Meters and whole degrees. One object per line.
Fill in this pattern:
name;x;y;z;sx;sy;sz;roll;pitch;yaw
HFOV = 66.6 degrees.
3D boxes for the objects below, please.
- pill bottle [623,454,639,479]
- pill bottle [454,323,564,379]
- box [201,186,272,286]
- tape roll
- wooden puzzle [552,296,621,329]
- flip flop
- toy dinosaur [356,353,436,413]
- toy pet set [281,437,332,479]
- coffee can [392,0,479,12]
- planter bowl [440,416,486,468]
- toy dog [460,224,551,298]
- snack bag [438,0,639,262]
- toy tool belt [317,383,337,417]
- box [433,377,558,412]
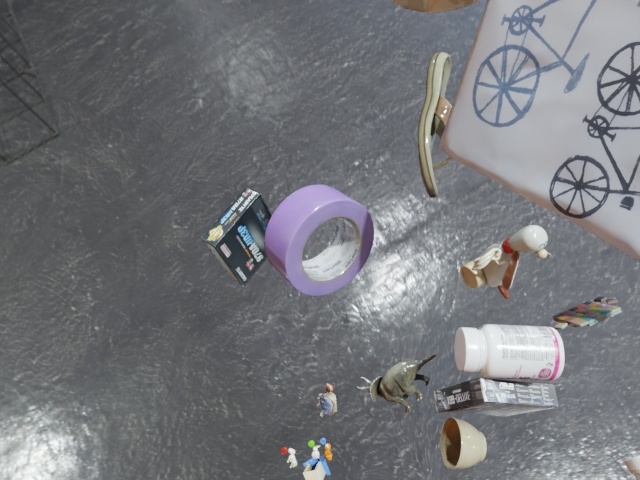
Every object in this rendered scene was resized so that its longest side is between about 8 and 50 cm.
pill bottle;0.896;0.671;1.242;0.136;0.136;0.245;-20;59;2
pill bottle;0.564;0.336;1.476;0.283;0.160;0.160;2;64;1
box;-0.192;-0.006;1.241;0.051;0.220;0.175;29;68;25
tape roll;0.000;0.000;0.880;0.189;0.189;0.080;-42;44;-9
wooden puzzle;0.293;0.081;0.536;0.083;0.049;0.006;-21;94;-7
flip flop;0.228;-0.215;0.903;0.080;0.112;0.277;8;79;15
toy dinosaur;0.280;0.498;1.710;0.160;0.313;0.121;36;31;-11
toy pet set;-0.015;0.530;1.197;0.122;0.065;0.114;-20;95;19
coffee can;0.163;-0.489;0.651;0.202;0.201;0.275;-4;74;11
planter bowl;0.487;0.686;1.638;0.109;0.162;0.162;10;64;-9
toy dog;0.545;0.081;1.401;0.220;0.333;0.161;-35;81;1
snack bag;0.281;-0.171;0.459;0.037;0.323;0.342;-8;36;-33
toy tool belt;0.015;0.437;1.325;0.051;0.083;0.052;-18;20;-34
box;0.571;0.521;1.605;0.308;0.242;0.076;11;61;-21
